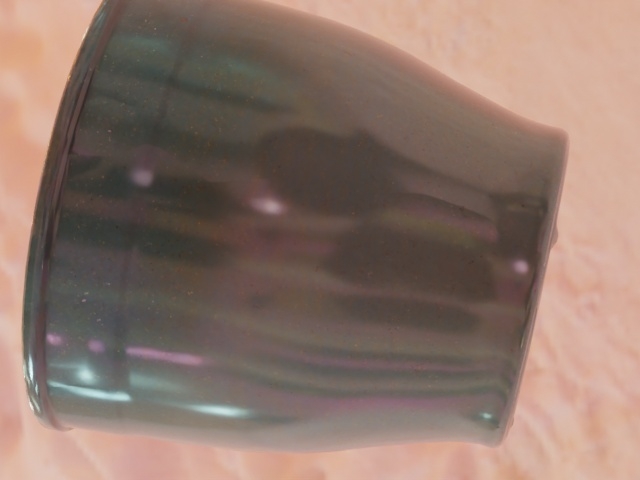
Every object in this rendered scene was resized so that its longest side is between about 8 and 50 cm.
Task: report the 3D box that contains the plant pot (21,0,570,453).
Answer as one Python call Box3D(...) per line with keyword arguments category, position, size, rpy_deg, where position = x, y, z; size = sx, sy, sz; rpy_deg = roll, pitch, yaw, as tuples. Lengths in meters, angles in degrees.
Box3D(category="plant pot", position=(0.000, 0.000, 0.899), size=(0.271, 0.255, 0.271), rpy_deg=(12, -90, -83))
